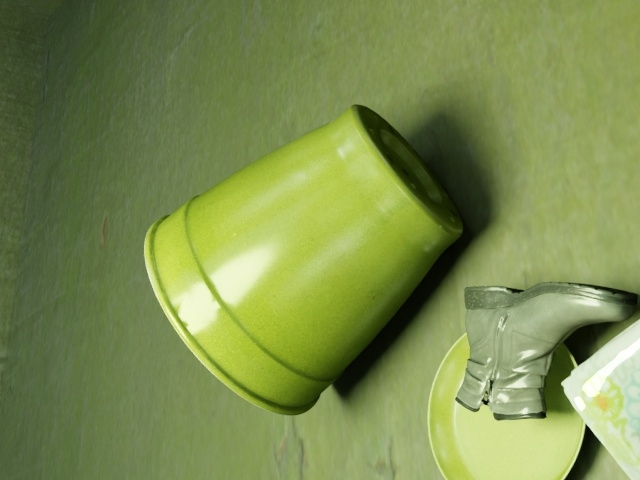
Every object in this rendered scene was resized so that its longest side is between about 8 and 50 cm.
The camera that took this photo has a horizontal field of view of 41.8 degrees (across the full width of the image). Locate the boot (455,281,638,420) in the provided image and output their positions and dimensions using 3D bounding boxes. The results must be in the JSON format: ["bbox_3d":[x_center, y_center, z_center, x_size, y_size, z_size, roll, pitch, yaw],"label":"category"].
[{"bbox_3d":[0.261,0.133,0.981,0.246,0.083,0.161,-9,75,54],"label":"boot"}]

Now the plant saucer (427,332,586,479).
[{"bbox_3d":[0.237,0.217,1.055,0.241,0.037,0.241,-24,57,44],"label":"plant saucer"}]

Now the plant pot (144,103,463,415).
[{"bbox_3d":[0.000,0.000,1.218,0.353,0.366,0.366,-40,46,18],"label":"plant pot"}]

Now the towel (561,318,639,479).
[{"bbox_3d":[0.435,0.150,0.702,0.374,0.090,0.320,-45,71,30],"label":"towel"}]
